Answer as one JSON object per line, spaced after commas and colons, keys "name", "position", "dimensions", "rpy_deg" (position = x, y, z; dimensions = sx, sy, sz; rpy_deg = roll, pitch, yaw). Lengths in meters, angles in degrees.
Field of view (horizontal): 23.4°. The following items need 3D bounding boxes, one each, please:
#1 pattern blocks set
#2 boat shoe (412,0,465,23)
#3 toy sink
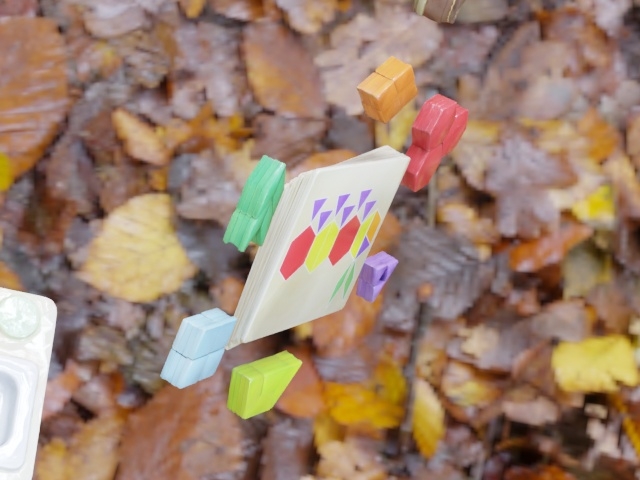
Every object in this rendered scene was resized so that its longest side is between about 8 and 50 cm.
{"name": "pattern blocks set", "position": [0.000, 0.000, 1.119], "dimensions": [0.285, 0.026, 0.325], "rpy_deg": [-63, 161, 9]}
{"name": "boat shoe", "position": [0.108, -0.186, 0.793], "dimensions": [0.060, 0.064, 0.178], "rpy_deg": [31, 93, 2]}
{"name": "toy sink", "position": [-0.281, 0.114, 1.145], "dimensions": [0.131, 0.234, 0.152], "rpy_deg": [13, 66, -23]}
